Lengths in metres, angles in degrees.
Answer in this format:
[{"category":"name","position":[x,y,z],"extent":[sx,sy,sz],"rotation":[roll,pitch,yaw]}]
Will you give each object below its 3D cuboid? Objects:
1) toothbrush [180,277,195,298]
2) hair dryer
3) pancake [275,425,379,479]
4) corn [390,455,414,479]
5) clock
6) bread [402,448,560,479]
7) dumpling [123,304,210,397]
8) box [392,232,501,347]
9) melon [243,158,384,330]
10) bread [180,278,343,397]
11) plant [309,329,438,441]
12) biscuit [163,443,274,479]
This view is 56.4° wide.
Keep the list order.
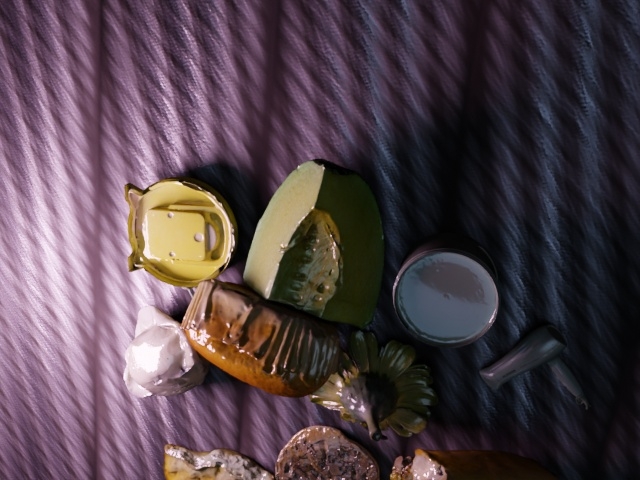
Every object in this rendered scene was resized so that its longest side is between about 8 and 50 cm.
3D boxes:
[{"category":"toothbrush","position":[-0.303,0.215,1.568],"extent":[0.028,0.026,0.294],"rotation":[-19,99,37]},{"category":"hair dryer","position":[0.522,0.323,1.378],"extent":[0.237,0.075,0.206],"rotation":[40,118,-7]},{"category":"pancake","position":[0.018,0.616,1.582],"extent":[0.283,0.049,0.282],"rotation":[3,105,12]},{"category":"corn","position":[0.278,0.685,1.513],"extent":[0.097,0.097,0.319],"rotation":[-31,98,20]},{"category":"clock","position":[-0.343,-0.023,1.488],"extent":[0.294,0.071,0.276],"rotation":[12,109,9]},{"category":"bread","position":[0.361,0.651,1.364],"extent":[0.395,0.250,0.360],"rotation":[5,93,-17]},{"category":"dumpling","position":[-0.396,0.278,1.546],"extent":[0.318,0.187,0.242],"rotation":[-38,66,36]},{"category":"box","position":[0.280,0.109,1.325],"extent":[0.226,0.149,0.226],"rotation":[4,106,13]},{"category":"melon","position":[0.000,0.000,1.340],"extent":[0.331,0.226,0.343],"rotation":[23,97,18]},{"category":"bread","position":[-0.146,0.218,1.375],"extent":[0.389,0.236,0.183],"rotation":[20,91,32]},{"category":"plant","position":[0.129,0.396,1.425],"extent":[0.306,0.296,0.261],"rotation":[-16,132,2]},{"category":"biscuit","position":[-0.297,0.674,1.668],"extent":[0.335,0.078,0.329],"rotation":[45,113,-1]}]
